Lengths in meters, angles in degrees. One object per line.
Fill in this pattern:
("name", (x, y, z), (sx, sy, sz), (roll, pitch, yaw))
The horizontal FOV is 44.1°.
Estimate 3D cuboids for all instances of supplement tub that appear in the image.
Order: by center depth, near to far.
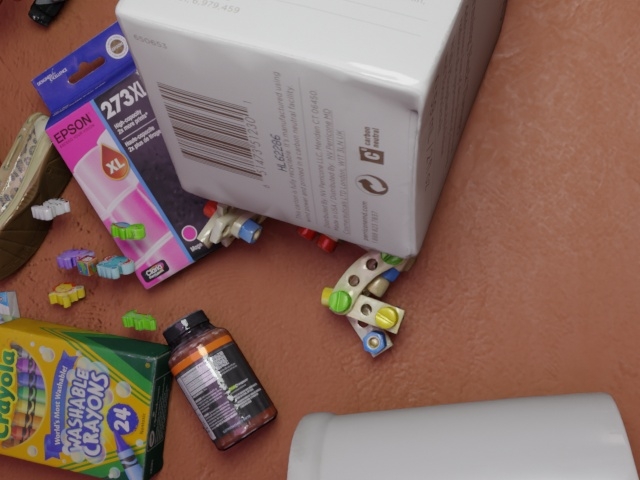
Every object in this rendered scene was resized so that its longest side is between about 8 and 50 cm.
("supplement tub", (-0.155, 0.202, 1.172), (0.106, 0.106, 0.197), (-34, 81, 12))

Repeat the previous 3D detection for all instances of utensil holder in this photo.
("utensil holder", (0.184, 0.358, 0.975), (0.386, 0.327, 0.327), (-10, 87, 13))

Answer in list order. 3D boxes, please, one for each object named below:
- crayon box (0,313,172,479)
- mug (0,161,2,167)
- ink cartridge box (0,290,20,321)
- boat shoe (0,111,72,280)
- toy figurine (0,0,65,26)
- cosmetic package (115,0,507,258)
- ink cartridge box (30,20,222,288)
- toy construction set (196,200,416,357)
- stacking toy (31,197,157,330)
("crayon box", (-0.400, 0.242, 1.229), (0.323, 0.083, 0.203), (9, 97, 12))
("mug", (-0.596, -0.147, 1.271), (0.113, 0.150, 0.169), (-18, 56, 4))
("ink cartridge box", (-0.545, 0.114, 1.308), (0.083, 0.028, 0.048), (-10, 88, 13))
("boat shoe", (-0.483, -0.066, 1.265), (0.089, 0.104, 0.285), (27, 85, 20))
("toy figurine", (-0.481, -0.446, 1.203), (0.213, 0.210, 0.148), (50, 117, 13))
("cosmetic package", (0.026, -0.256, 0.942), (0.328, 0.329, 0.393), (17, 64, 14))
("ink cartridge box", (-0.281, -0.126, 1.189), (0.176, 0.069, 0.370), (-30, 94, 12))
("toy construction set", (0.000, 0.000, 1.122), (0.328, 0.151, 0.215), (29, 97, 2))
("stacking toy", (-0.336, 0.034, 1.194), (0.221, 0.052, 0.166), (12, 118, 28))
